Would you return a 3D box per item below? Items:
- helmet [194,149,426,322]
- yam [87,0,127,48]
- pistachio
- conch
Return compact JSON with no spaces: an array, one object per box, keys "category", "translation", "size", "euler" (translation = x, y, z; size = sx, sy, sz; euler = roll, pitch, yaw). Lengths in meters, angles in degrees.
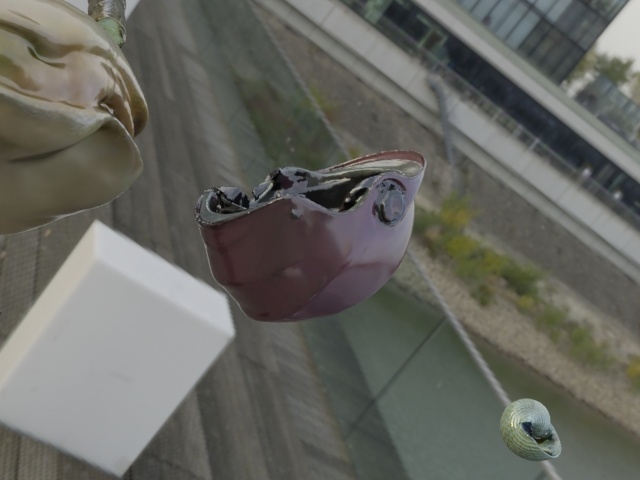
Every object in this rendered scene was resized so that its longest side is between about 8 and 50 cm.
[{"category":"helmet","translation":[0.000,0.000,1.373],"size":[0.338,0.197,0.271],"euler":[-17,13,-35]},{"category":"yam","translation":[-0.310,-0.330,1.445],"size":[0.061,0.061,0.253],"euler":[32,17,-25]},{"category":"pistachio","translation":[-0.388,-0.159,1.214],"size":[0.365,0.282,0.445],"euler":[13,-14,-16]},{"category":"conch","translation":[0.233,0.218,1.128],"size":[0.076,0.056,0.085],"euler":[55,30,14]}]
